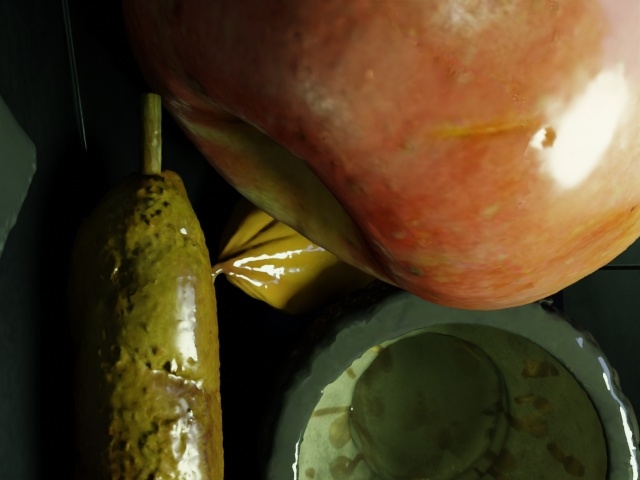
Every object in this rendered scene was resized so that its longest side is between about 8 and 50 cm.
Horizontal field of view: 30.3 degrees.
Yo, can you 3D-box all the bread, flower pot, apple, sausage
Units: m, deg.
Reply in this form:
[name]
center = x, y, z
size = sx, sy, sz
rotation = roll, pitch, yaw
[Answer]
[bread]
center = -0.094, 0.093, 0.639
size = 0.124, 0.084, 0.343
rotation = -148, -125, -85
[flower pot]
center = 0.086, 0.144, 0.906
size = 0.267, 0.267, 0.266
rotation = -100, -172, -85
[apple]
center = 0.076, -0.148, 0.692
size = 0.364, 0.364, 0.363
rotation = -1, 90, -72
[sausage]
center = -0.001, -0.006, 0.903
size = 0.328, 0.112, 0.112
rotation = -20, 108, -69

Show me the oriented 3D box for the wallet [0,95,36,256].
[wallet]
center = -0.189, -0.078, 0.439
size = 0.285, 0.030, 0.146
rotation = 67, 25, -47
